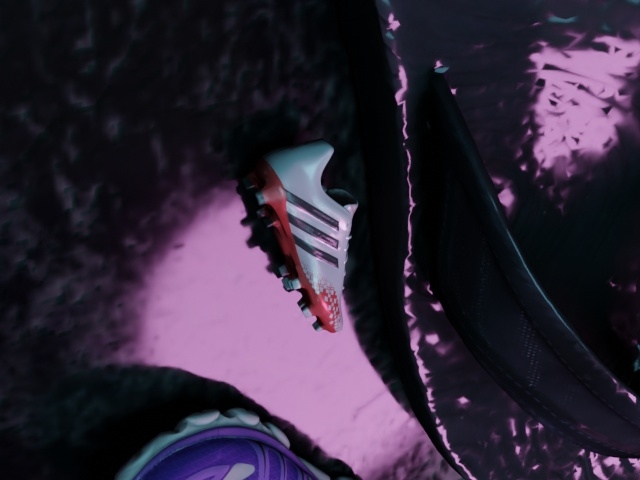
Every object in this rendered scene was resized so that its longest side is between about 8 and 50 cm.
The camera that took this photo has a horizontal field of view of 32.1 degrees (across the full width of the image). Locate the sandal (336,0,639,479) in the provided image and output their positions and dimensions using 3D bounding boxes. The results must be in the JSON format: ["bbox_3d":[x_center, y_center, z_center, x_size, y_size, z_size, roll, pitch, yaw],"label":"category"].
[{"bbox_3d":[0.100,-0.014,0.402,0.167,0.107,0.446,-32,131,-10],"label":"sandal"}]

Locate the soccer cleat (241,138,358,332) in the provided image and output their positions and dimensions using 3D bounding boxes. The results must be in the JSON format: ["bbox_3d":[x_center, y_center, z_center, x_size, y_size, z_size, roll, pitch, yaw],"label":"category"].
[{"bbox_3d":[0.000,0.000,0.404,0.035,0.029,0.083,-27,126,-8],"label":"soccer cleat"}]

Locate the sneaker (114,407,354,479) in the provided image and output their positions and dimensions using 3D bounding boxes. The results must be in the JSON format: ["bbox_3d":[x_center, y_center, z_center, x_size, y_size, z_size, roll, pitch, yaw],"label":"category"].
[{"bbox_3d":[-0.013,0.121,0.447,0.170,0.071,0.068,30,101,-40],"label":"sneaker"}]
